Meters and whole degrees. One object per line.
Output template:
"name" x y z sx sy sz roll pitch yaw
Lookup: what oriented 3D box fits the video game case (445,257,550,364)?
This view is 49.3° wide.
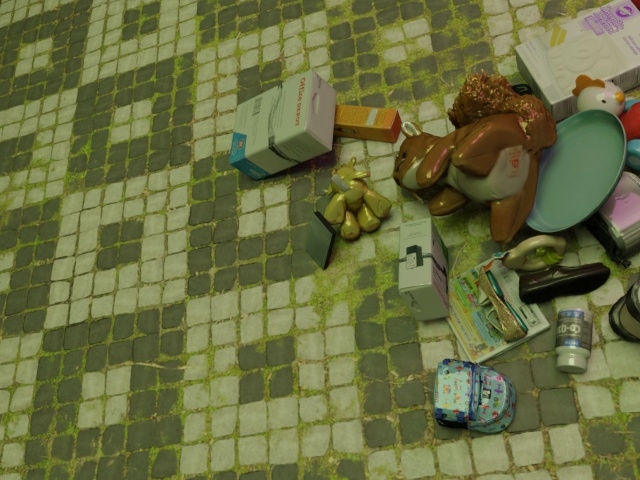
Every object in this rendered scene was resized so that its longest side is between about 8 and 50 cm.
"video game case" 0.413 0.168 1.716 0.206 0.026 0.227 -29 58 5

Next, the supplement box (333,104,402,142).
"supplement box" 0.120 -0.352 2.079 0.233 0.078 0.080 9 67 25

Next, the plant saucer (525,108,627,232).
"plant saucer" 0.600 -0.158 1.650 0.317 0.043 0.318 -48 28 36

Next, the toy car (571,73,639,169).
"toy car" 0.717 -0.317 1.696 0.219 0.238 0.210 -53 15 -18

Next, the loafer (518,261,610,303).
"loafer" 0.574 0.084 1.656 0.220 0.080 0.078 -12 50 3

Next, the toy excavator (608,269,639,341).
"toy excavator" 0.912 0.123 1.461 0.445 0.222 0.433 35 79 18

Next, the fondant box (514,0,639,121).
"fondant box" 0.734 -0.495 1.902 0.330 0.096 0.238 -23 57 7

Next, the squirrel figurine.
"squirrel figurine" 0.379 -0.235 1.787 0.397 0.281 0.370 -51 31 -13

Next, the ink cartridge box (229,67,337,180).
"ink cartridge box" -0.112 -0.339 2.079 0.307 0.129 0.223 -17 55 36

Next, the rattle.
"rattle" 0.485 0.001 1.702 0.199 0.130 0.143 -8 70 2

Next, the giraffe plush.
"giraffe plush" 0.081 -0.135 1.940 0.181 0.210 0.170 -26 28 6

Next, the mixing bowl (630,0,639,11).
"mixing bowl" 0.908 -0.678 1.907 0.098 0.181 0.181 -46 41 49

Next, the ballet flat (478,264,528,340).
"ballet flat" 0.417 0.152 1.668 0.067 0.073 0.206 -37 52 17

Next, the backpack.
"backpack" 0.352 0.354 1.587 0.173 0.117 0.158 6 67 21

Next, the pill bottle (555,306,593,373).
"pill bottle" 0.576 0.228 1.586 0.078 0.078 0.137 3 64 23

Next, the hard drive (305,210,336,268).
"hard drive" 0.000 0.000 1.912 0.022 0.135 0.094 -18 50 -30

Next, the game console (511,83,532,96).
"game console" 0.540 -0.278 1.895 0.213 0.044 0.361 -3 63 18

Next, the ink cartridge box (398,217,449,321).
"ink cartridge box" 0.257 0.073 1.726 0.087 0.153 0.208 -12 49 23

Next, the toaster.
"toaster" 0.717 -0.057 1.654 0.146 0.129 0.227 -30 55 2
